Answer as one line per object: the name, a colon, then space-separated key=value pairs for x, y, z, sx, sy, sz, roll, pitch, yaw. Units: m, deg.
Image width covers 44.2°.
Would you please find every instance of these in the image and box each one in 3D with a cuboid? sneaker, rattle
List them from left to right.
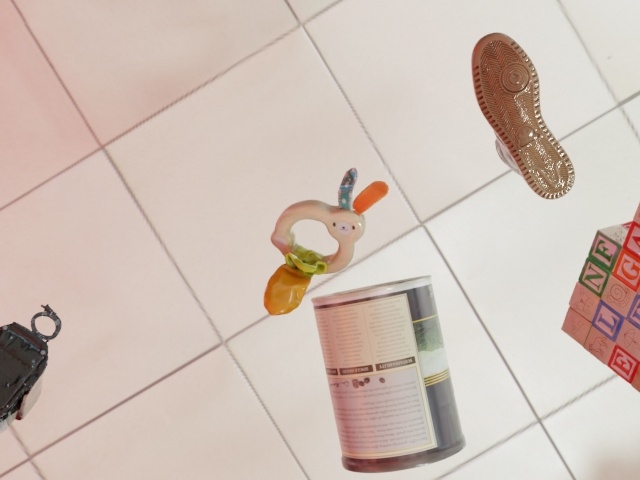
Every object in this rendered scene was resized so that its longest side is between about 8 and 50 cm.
rattle: x=0.000 y=0.000 z=1.107 sx=0.200 sy=0.143 sz=0.130 roll=-30 pitch=94 yaw=39
sneaker: x=0.311 y=-0.207 z=1.274 sx=0.099 sy=0.153 sz=0.282 roll=-27 pitch=107 yaw=10

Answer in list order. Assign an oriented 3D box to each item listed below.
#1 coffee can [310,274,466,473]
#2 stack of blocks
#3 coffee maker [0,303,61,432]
coffee can: x=0.107 y=0.209 z=1.267 sx=0.202 sy=0.201 sz=0.275 roll=-11 pitch=88 yaw=1
stack of blocks: x=0.440 y=0.040 z=1.012 sx=0.087 sy=0.171 sz=0.297 roll=-14 pitch=129 yaw=-30
coffee maker: x=-0.468 y=0.205 z=1.197 sx=0.171 sy=0.178 sz=0.120 roll=-31 pitch=82 yaw=-31
